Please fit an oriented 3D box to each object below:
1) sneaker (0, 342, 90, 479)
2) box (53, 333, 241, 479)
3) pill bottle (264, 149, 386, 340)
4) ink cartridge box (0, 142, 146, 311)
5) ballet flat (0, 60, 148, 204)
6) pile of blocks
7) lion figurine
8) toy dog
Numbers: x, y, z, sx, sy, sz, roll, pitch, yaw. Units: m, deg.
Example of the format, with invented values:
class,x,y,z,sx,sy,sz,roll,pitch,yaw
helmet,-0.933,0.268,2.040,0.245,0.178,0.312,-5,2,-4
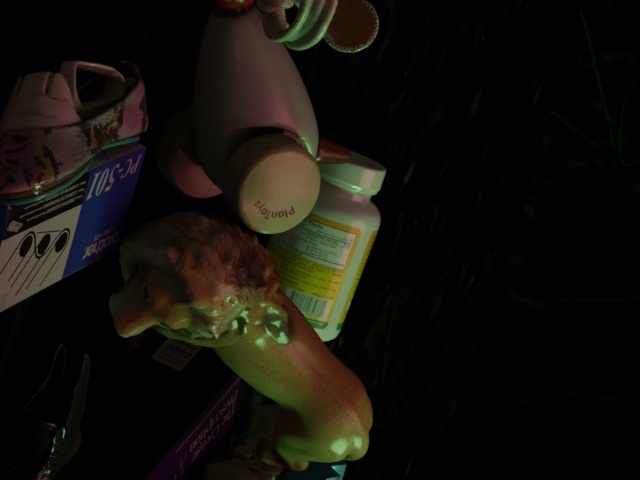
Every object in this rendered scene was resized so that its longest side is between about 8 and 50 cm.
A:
class,x,y,z,sx,sy,sz,roll,pitch,yaw
sneaker,-0.247,0.180,1.380,0.089,0.051,0.170,94,19,-50
box,-0.187,0.237,1.576,0.261,0.103,0.184,-49,159,-50
pill bottle,0.000,0.000,1.832,0.208,0.117,0.117,-70,165,12
ink cartridge box,-0.211,-0.017,1.218,0.207,0.046,0.097,-35,146,-64
ballet flat,-0.187,-0.090,1.168,0.221,0.076,0.079,-44,135,-66
pile of blocks,-0.058,0.284,1.601,0.362,0.149,0.113,-39,148,-63
lion figurine,-0.049,0.102,1.438,0.392,0.240,0.142,39,74,-30
toy dog,-0.028,-0.163,1.364,0.161,0.220,0.334,-10,138,-34
